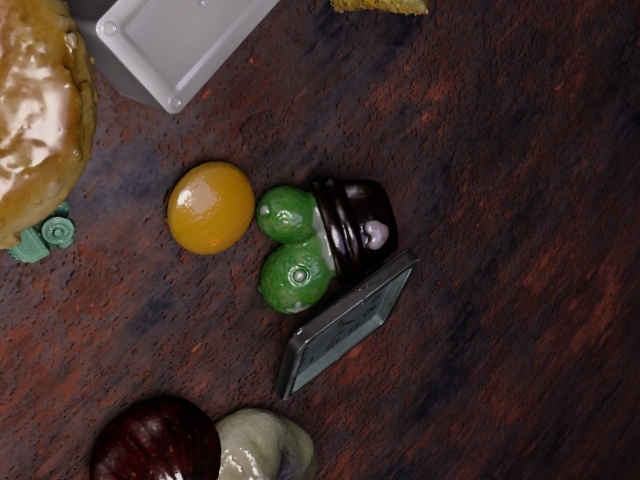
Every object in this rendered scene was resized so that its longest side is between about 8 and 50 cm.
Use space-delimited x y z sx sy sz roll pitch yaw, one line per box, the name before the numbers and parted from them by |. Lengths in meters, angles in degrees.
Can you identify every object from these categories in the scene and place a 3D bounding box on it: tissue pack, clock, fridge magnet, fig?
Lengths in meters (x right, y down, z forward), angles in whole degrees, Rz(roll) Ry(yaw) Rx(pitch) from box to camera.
tissue pack | -0.180 -0.301 0.976 0.246 0.136 0.159 -50 133 -11
clock | 0.037 0.143 1.359 0.273 0.049 0.279 -34 161 -25
fridge magnet | -0.161 -0.048 1.161 0.143 0.063 0.143 -17 119 -33
fig | -0.223 0.343 1.158 0.204 0.249 0.186 -51 121 -15

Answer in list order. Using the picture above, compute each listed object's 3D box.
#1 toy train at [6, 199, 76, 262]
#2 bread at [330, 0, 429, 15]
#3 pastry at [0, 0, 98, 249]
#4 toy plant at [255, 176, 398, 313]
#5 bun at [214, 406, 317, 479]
toy train | -0.373 -0.046 0.971 0.099 0.070 0.172 -29 128 -7
bread | 0.137 -0.471 1.094 0.315 0.279 0.248 -38 124 -6
pastry | -0.377 -0.151 0.821 0.284 0.184 0.316 -3 102 -12
toy plant | 0.000 0.000 1.267 0.235 0.175 0.218 -16 116 -4
bun | -0.112 0.423 1.355 0.273 0.168 0.273 -20 119 -42
